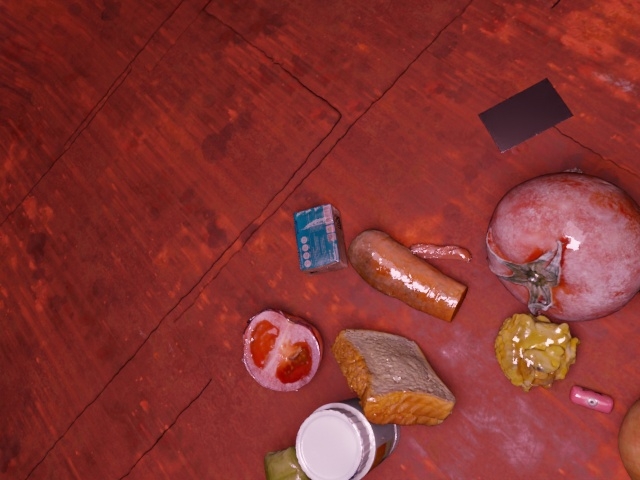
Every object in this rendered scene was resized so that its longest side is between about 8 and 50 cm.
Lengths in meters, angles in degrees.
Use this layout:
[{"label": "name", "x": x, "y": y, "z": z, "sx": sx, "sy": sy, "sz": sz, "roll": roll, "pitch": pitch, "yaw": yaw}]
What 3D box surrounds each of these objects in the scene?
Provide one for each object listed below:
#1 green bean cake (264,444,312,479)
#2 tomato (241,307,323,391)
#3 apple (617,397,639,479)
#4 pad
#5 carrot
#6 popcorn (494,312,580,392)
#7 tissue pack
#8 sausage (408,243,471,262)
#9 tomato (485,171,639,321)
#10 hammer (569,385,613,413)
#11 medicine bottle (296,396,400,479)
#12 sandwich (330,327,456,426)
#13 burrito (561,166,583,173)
[{"label": "green bean cake", "x": -0.022, "y": 0.584, "z": 1.138, "sx": 0.125, "sy": 0.222, "sz": 0.248, "roll": -35, "pitch": 64, "yaw": 12}, {"label": "tomato", "x": -0.089, "y": 0.284, "z": 1.299, "sx": 0.228, "sy": 0.112, "sz": 0.199, "roll": 29, "pitch": 96, "yaw": 24}, {"label": "apple", "x": 0.690, "y": 0.389, "z": 0.902, "sx": 0.256, "sy": 0.234, "sz": 0.257, "roll": -7, "pitch": 71, "yaw": 21}, {"label": "pad", "x": 0.518, "y": -0.318, "z": 1.267, "sx": 0.190, "sy": 0.004, "sz": 0.127, "roll": -27, "pitch": 69, "yaw": 13}, {"label": "carrot", "x": 0.203, "y": 0.085, "z": 1.219, "sx": 0.301, "sy": 0.138, "sz": 0.139, "roll": 31, "pitch": 90, "yaw": 23}, {"label": "popcorn", "x": 0.470, "y": 0.236, "z": 1.082, "sx": 0.173, "sy": 0.142, "sz": 0.174, "roll": -18, "pitch": 58, "yaw": 31}, {"label": "tissue pack", "x": 0.000, "y": 0.000, "z": 1.348, "sx": 0.120, "sy": 0.082, "sz": 0.169, "roll": -14, "pitch": 73, "yaw": 19}, {"label": "sausage", "x": 0.298, "y": 0.032, "z": 1.250, "sx": 0.157, "sy": 0.036, "sz": 0.042, "roll": 4, "pitch": 103, "yaw": 22}, {"label": "tomato", "x": 0.501, "y": 0.014, "z": 1.026, "sx": 0.316, "sy": 0.317, "sz": 0.282, "roll": 39, "pitch": 67, "yaw": 25}, {"label": "hammer", "x": 0.577, "y": 0.339, "z": 1.061, "sx": 0.083, "sy": 0.043, "sz": 0.043, "roll": 16, "pitch": 83, "yaw": 22}, {"label": "medicine bottle", "x": 0.068, "y": 0.428, "z": 1.087, "sx": 0.158, "sy": 0.318, "sz": 0.158, "roll": -5, "pitch": 75, "yaw": 19}, {"label": "sandwich", "x": 0.160, "y": 0.296, "z": 1.101, "sx": 0.087, "sy": 0.226, "sz": 0.251, "roll": -67, "pitch": 22, "yaw": 17}, {"label": "burrito", "x": 0.518, "y": -0.099, "z": 1.181, "sx": 0.229, "sy": 0.063, "sz": 0.058, "roll": -27, "pitch": 59, "yaw": 11}]
